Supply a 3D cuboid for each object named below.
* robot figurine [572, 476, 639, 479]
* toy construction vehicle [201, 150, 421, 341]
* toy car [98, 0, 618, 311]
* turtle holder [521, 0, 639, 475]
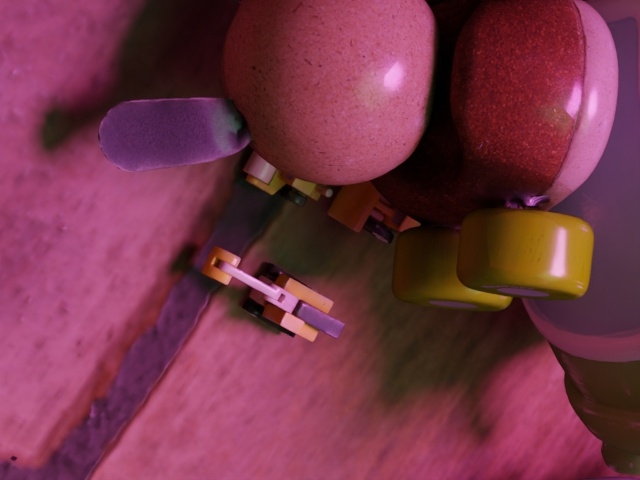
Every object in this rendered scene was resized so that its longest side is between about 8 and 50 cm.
[{"bbox_3d":[0.187,0.235,0.985,0.353,0.200,0.300,23,107,-44],"label":"robot figurine"},{"bbox_3d":[0.000,0.000,0.826,0.098,0.035,0.086,35,85,-45],"label":"toy construction vehicle"},{"bbox_3d":[0.009,-0.062,0.755,0.188,0.149,0.155,8,82,-17],"label":"toy car"},{"bbox_3d":[0.201,-0.019,0.809,0.243,0.320,0.227,-25,103,2],"label":"turtle holder"}]
